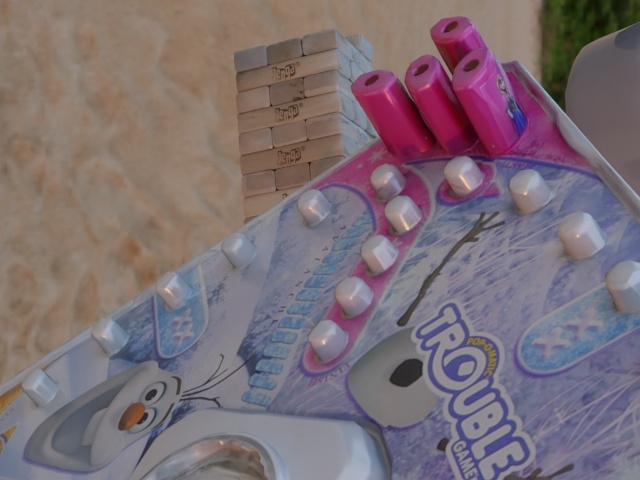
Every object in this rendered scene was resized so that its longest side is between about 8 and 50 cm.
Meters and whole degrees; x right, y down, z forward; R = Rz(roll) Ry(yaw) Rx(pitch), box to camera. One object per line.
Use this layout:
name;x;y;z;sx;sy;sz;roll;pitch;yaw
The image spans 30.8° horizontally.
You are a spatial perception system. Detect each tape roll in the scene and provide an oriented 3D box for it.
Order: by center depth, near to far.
tape roll;0.297;-0.079;0.985;0.219;0.072;0.219;22;59;-42

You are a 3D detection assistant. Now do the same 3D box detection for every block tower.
block tower;0.000;0.000;0.905;0.097;0.091;0.335;25;57;-65

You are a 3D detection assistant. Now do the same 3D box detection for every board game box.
board game box;-0.048;0.100;0.402;0.050;0.390;0.390;52;10;-29
